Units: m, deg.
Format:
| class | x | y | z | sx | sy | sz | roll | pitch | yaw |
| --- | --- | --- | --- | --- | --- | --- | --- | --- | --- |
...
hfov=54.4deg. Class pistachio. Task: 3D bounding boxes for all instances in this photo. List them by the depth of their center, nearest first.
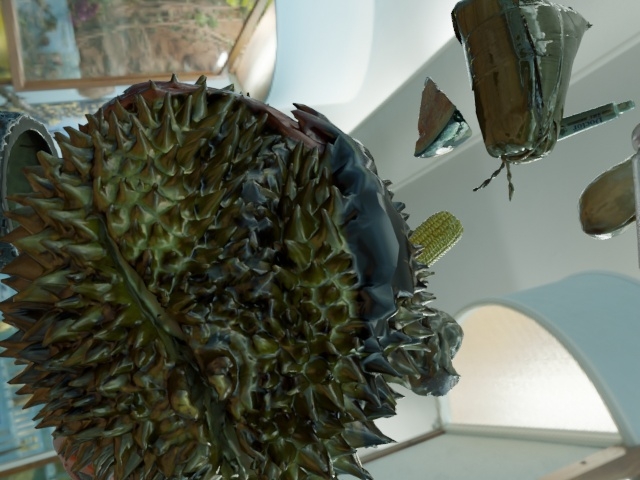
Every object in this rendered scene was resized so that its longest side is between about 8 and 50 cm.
| class | x | y | z | sx | sy | sz | roll | pitch | yaw |
| --- | --- | --- | --- | --- | --- | --- | --- | --- | --- |
| pistachio | 0.661 | -0.094 | 1.366 | 0.215 | 0.144 | 0.144 | -48 | -130 | 21 |

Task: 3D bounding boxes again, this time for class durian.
| class | x | y | z | sx | sy | sz | roll | pitch | yaw |
| --- | --- | --- | --- | --- | --- | --- | --- | --- | --- |
| durian | -0.082 | 0.034 | 0.522 | 0.384 | 0.348 | 0.347 | -95 | -178 | -74 |

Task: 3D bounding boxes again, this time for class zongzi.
| class | x | y | z | sx | sy | sz | roll | pitch | yaw |
| --- | --- | --- | --- | --- | --- | --- | --- | --- | --- |
| zongzi | 0.567 | -0.354 | 1.498 | 0.218 | 0.467 | 0.500 | -24 | -109 | 60 |

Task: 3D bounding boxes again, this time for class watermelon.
| class | x | y | z | sx | sy | sz | roll | pitch | yaw |
| --- | --- | --- | --- | --- | --- | --- | --- | --- | --- |
| watermelon | 0.325 | -0.306 | 1.542 | 0.136 | 0.207 | 0.202 | 8 | -72 | 39 |

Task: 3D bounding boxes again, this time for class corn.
| class | x | y | z | sx | sy | sz | roll | pitch | yaw |
| --- | --- | --- | --- | --- | --- | --- | --- | --- | --- |
| corn | 0.227 | 0.027 | 1.453 | 0.093 | 0.244 | 0.093 | 47 | -12 | 13 |

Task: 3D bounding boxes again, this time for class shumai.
| class | x | y | z | sx | sy | sz | roll | pitch | yaw |
| --- | --- | --- | --- | --- | --- | --- | --- | --- | --- |
| shumai | 0.208 | 0.231 | 1.355 | 0.184 | 0.218 | 0.185 | -63 | -176 | 5 |

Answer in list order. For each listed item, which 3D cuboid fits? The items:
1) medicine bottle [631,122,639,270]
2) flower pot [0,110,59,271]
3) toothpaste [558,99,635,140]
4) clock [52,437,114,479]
| class | x | y | z | sx | sy | sz | roll | pitch | yaw |
| --- | --- | --- | --- | --- | --- | --- | --- | --- | --- |
| medicine bottle | 0.524 | -0.007 | 0.813 | 0.202 | 0.202 | 0.315 | 163 | -69 | -65 |
| flower pot | -0.599 | -0.076 | 1.025 | 0.266 | 0.267 | 0.266 | 177 | -90 | -88 |
| toothpaste | 0.644 | -0.293 | 1.542 | 0.255 | 0.067 | 0.037 | -16 | -139 | 41 |
| clock | -0.346 | 0.377 | 0.994 | 0.205 | 0.051 | 0.205 | 19 | -46 | 22 |
